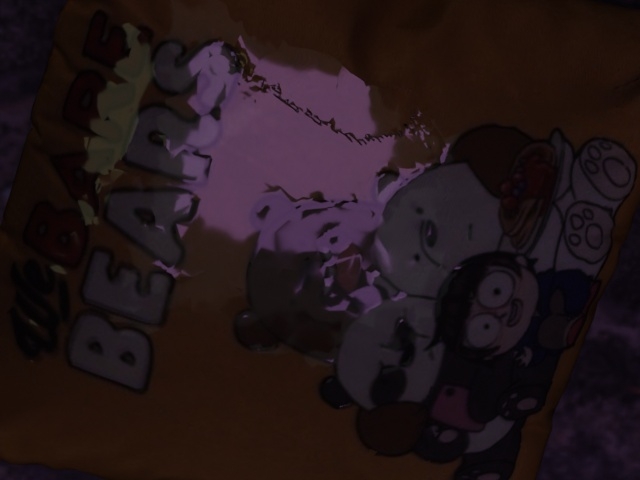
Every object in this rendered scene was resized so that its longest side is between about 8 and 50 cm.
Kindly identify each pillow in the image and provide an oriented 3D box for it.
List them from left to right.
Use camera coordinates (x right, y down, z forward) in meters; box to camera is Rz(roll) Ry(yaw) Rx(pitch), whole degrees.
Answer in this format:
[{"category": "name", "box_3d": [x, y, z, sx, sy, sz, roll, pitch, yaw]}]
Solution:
[{"category": "pillow", "box_3d": [0.000, 0.000, 0.595, 0.312, 0.119, 0.310, 16, 108, -10]}]
